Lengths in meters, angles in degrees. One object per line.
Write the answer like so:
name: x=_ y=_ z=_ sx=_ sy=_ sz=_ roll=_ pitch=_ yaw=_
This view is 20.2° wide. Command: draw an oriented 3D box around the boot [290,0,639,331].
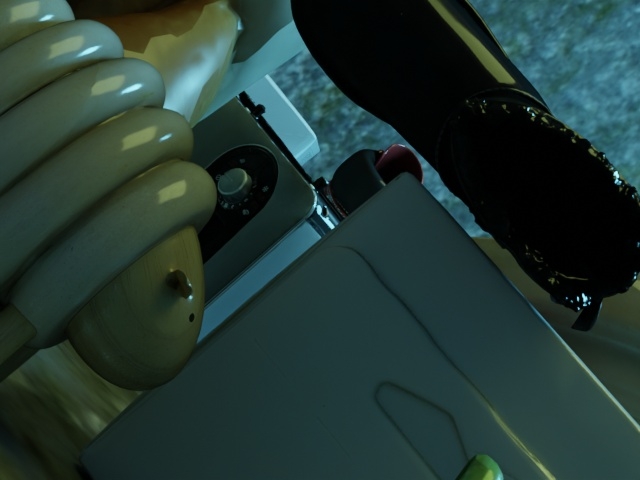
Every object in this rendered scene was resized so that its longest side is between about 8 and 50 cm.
boot: x=0.041 y=-0.032 z=0.483 sx=0.121 sy=0.045 sz=0.099 roll=45 pitch=8 yaw=-8

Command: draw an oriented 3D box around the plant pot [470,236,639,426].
plant pot: x=0.075 y=0.113 z=0.730 sx=0.237 sy=0.237 sz=0.109 roll=51 pitch=42 yaw=-38

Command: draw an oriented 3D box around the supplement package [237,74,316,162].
supplement package: x=-0.092 y=-0.083 z=1.403 sx=0.139 sy=0.134 sz=0.244 roll=51 pitch=1 yaw=1

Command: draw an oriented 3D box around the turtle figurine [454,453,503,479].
turtle figurine: x=0.128 y=0.122 z=0.273 sx=0.266 sy=0.198 sz=0.274 roll=35 pitch=-40 yaw=3

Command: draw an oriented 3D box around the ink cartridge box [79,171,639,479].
ink cartridge box: x=0.033 y=0.083 z=0.552 sx=0.128 sy=0.127 sz=0.176 roll=49 pitch=0 yaw=20

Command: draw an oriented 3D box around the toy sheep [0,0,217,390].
toy sheep: x=-0.077 y=-0.018 z=0.448 sx=0.132 sy=0.091 sz=0.091 roll=51 pitch=0 yaw=1

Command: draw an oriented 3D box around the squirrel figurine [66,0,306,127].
squirrel figurine: x=-0.132 y=-0.216 z=0.679 sx=0.370 sy=0.281 sz=0.397 roll=54 pitch=-17 yaw=-8

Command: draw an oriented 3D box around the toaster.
toaster: x=-0.036 y=0.010 z=0.905 sx=0.168 sy=0.110 sz=0.185 roll=52 pitch=1 yaw=43

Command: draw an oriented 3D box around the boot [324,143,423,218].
boot: x=0.000 y=0.000 z=1.294 sx=0.088 sy=0.176 sz=0.244 roll=49 pitch=-1 yaw=-3
